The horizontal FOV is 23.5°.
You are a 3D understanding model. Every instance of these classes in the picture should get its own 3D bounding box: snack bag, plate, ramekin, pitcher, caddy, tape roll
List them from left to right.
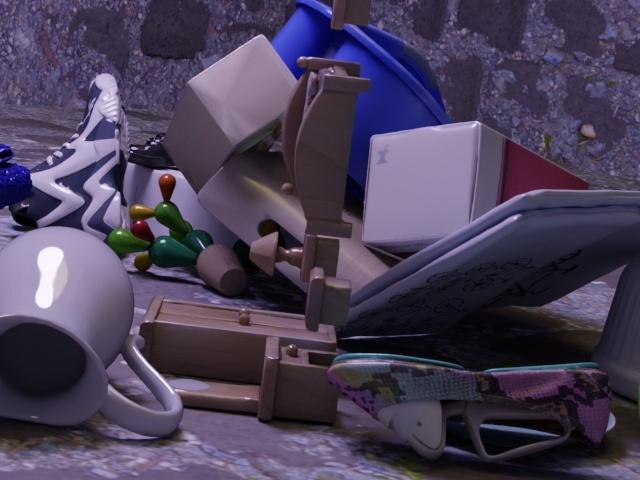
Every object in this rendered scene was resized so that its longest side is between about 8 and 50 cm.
[{"bbox_3d":[-0.189,0.078,1.213,0.178,0.125,0.207,27,16,-12],"label":"pitcher"},{"bbox_3d":[-0.118,-0.045,2.045,0.286,0.100,0.286,8,10,-1],"label":"tape roll"},{"bbox_3d":[0.066,-0.156,1.868,0.241,0.179,0.341,38,-3,42],"label":"caddy"},{"bbox_3d":[0.154,0.146,1.303,0.188,0.024,0.188,8,8,-1],"label":"plate"},{"bbox_3d":[0.210,0.026,1.537,0.343,0.037,0.323,-2,-21,-40],"label":"snack bag"},{"bbox_3d":[0.408,0.092,1.522,0.273,0.127,0.273,7,9,-1],"label":"ramekin"}]

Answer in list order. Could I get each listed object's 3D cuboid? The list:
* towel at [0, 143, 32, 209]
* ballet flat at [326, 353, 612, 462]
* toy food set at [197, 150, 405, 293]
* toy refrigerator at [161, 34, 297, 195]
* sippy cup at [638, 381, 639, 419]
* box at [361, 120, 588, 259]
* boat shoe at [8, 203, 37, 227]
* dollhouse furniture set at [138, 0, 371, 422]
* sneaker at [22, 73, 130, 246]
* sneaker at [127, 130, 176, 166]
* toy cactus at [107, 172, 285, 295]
[{"bbox_3d":[-0.490,-0.053,1.647,0.228,0.076,0.308,14,25,33],"label":"towel"},{"bbox_3d":[0.115,0.130,1.183,0.222,0.079,0.077,3,-20,-2],"label":"ballet flat"},{"bbox_3d":[0.000,0.000,1.755,0.220,0.092,0.306,39,13,10],"label":"toy food set"},{"bbox_3d":[-0.101,-0.131,1.748,0.102,0.094,0.269,-35,-3,-16],"label":"toy refrigerator"},{"bbox_3d":[0.380,0.114,1.054,0.306,0.224,0.240,10,10,17],"label":"sippy cup"},{"bbox_3d":[0.175,-0.033,1.708,0.149,0.126,0.232,-5,-17,40],"label":"box"},{"bbox_3d":[-0.334,-0.031,1.969,0.133,0.049,0.042,12,39,-29],"label":"boat shoe"},{"bbox_3d":[-0.055,-0.056,1.343,0.174,0.355,0.303,6,10,-3],"label":"dollhouse furniture set"},{"bbox_3d":[-0.313,-0.093,1.882,0.153,0.235,0.094,-4,-16,1],"label":"sneaker"},{"bbox_3d":[-0.172,-0.137,1.970,0.170,0.089,0.051,4,10,-22],"label":"sneaker"},{"bbox_3d":[-0.125,0.006,1.769,0.219,0.112,0.180,12,15,-29],"label":"toy cactus"}]
